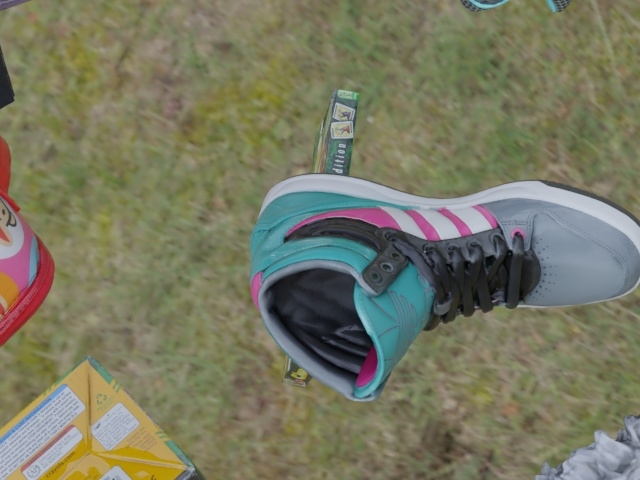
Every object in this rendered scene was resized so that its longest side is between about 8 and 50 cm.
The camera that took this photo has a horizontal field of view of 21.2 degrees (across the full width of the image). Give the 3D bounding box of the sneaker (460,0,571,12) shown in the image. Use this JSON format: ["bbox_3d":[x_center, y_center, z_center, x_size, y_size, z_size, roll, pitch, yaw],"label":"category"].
[{"bbox_3d":[0.084,-0.160,0.940,0.065,0.167,0.076,-113,34,-50],"label":"sneaker"}]

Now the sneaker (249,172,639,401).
[{"bbox_3d":[0.080,0.035,1.219,0.296,0.123,0.178,3,35,14],"label":"sneaker"}]

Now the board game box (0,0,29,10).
[{"bbox_3d":[-0.173,-0.368,1.012,0.357,0.356,0.356,-15,87,19],"label":"board game box"}]

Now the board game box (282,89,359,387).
[{"bbox_3d":[0.000,0.000,1.633,0.030,0.136,0.259,9,71,-3],"label":"board game box"}]

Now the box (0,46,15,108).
[{"bbox_3d":[-0.411,-0.077,1.147,0.293,0.295,0.073,13,127,35],"label":"box"}]

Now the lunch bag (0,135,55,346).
[{"bbox_3d":[-0.333,0.008,1.258,0.258,0.120,0.293,-47,41,-9],"label":"lunch bag"}]

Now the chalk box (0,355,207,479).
[{"bbox_3d":[-0.191,0.282,1.651,0.180,0.289,0.179,-41,56,-12],"label":"chalk box"}]

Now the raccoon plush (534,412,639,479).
[{"bbox_3d":[0.192,0.222,0.961,0.446,0.299,0.216,7,73,38],"label":"raccoon plush"}]
